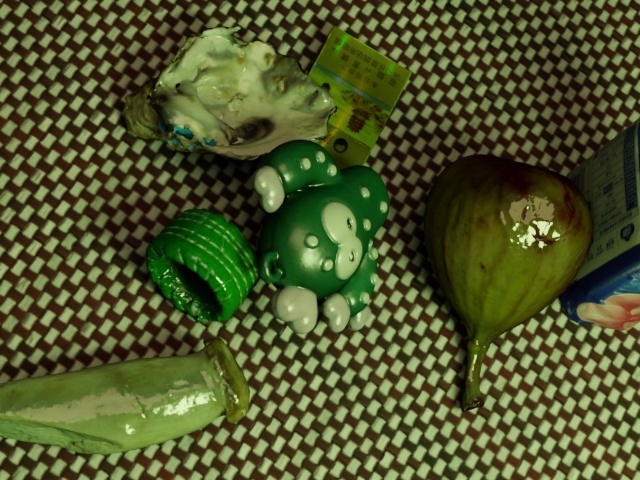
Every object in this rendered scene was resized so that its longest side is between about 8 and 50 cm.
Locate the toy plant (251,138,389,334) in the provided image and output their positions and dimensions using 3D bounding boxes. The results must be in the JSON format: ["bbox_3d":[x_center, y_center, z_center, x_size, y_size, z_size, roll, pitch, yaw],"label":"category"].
[{"bbox_3d":[-0.002,-0.004,1.974,0.243,0.112,0.233,2,85,-53],"label":"toy plant"}]

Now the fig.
[{"bbox_3d":[0.209,0.056,2.038,0.217,0.217,0.321,16,93,-13],"label":"fig"}]

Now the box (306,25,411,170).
[{"bbox_3d":[0.026,-0.170,2.121,0.121,0.030,0.193,30,64,-6],"label":"box"}]

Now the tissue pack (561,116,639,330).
[{"bbox_3d":[0.408,-0.022,2.063,0.137,0.270,0.209,3,71,-17],"label":"tissue pack"}]

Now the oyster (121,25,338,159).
[{"bbox_3d":[-0.105,-0.163,2.035,0.223,0.083,0.214,39,61,17],"label":"oyster"}]

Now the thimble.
[{"bbox_3d":[-0.137,0.032,1.948,0.090,0.118,0.130,-52,131,-34],"label":"thimble"}]

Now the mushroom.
[{"bbox_3d":[-0.243,0.192,1.877,0.333,0.087,0.107,-11,71,-18],"label":"mushroom"}]
